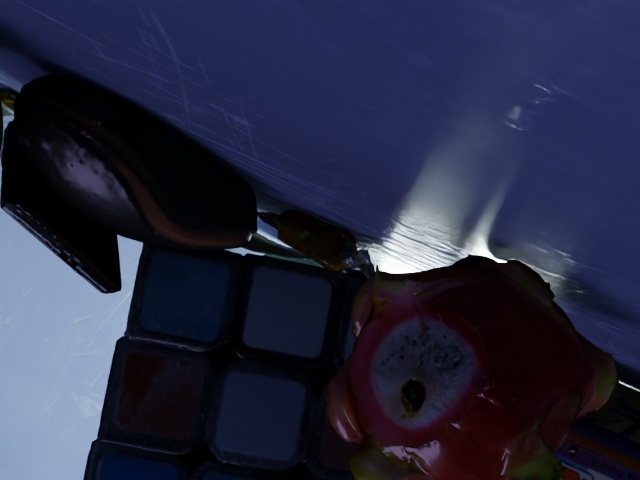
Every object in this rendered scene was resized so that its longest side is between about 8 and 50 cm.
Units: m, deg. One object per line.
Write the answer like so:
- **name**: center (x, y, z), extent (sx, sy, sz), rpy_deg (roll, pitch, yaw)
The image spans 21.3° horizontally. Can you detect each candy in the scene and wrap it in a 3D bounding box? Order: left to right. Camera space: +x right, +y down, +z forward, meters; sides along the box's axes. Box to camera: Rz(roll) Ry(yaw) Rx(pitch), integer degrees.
- **candy**: center (0.000, 0.000, 1.797), extent (0.182, 0.046, 0.053), rpy_deg (28, -179, 33)

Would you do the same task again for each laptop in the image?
- **laptop**: center (-0.263, -0.033, 1.724), extent (0.154, 0.026, 0.207), rpy_deg (45, -168, -25)

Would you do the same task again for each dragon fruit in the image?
- **dragon fruit**: center (0.122, 0.117, 1.429), extent (0.224, 0.224, 0.227), rpy_deg (22, 178, 34)

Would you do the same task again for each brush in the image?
- **brush**: center (-0.404, -0.170, 2.180), extent (0.085, 0.020, 0.336), rpy_deg (27, 175, -20)

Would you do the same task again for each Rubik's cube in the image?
- **Rubik's cube**: center (-0.065, 0.204, 1.946), extent (0.363, 0.358, 0.362), rpy_deg (9, 176, -1)

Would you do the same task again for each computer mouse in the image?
- **computer mouse**: center (-0.189, -0.063, 1.702), extent (0.183, 0.116, 0.323), rpy_deg (30, 179, 36)

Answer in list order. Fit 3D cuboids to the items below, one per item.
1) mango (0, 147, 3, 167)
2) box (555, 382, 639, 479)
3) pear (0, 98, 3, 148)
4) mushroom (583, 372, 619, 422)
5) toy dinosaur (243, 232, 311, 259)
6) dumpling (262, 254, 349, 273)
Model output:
- **mango**: center (-0.254, -0.073, 1.908), extent (0.219, 0.112, 0.145), rpy_deg (26, 170, -33)
- **box**: center (0.280, 0.352, 1.951), extent (0.318, 0.348, 0.257), rpy_deg (24, -162, 24)
- **pear**: center (-0.430, -0.111, 1.552), extent (0.294, 0.294, 0.294), rpy_deg (25, 175, 2)
- **mushroom**: center (0.231, 0.128, 1.872), extent (0.209, 0.071, 0.084), rpy_deg (27, 171, 24)
- **toy dinosaur**: center (-0.140, -0.020, 2.103), extent (0.393, 0.092, 0.205), rpy_deg (25, 171, 31)
- **dumpling**: center (-0.017, 0.073, 2.287), extent (0.153, 0.108, 0.219), rpy_deg (30, 176, -38)
